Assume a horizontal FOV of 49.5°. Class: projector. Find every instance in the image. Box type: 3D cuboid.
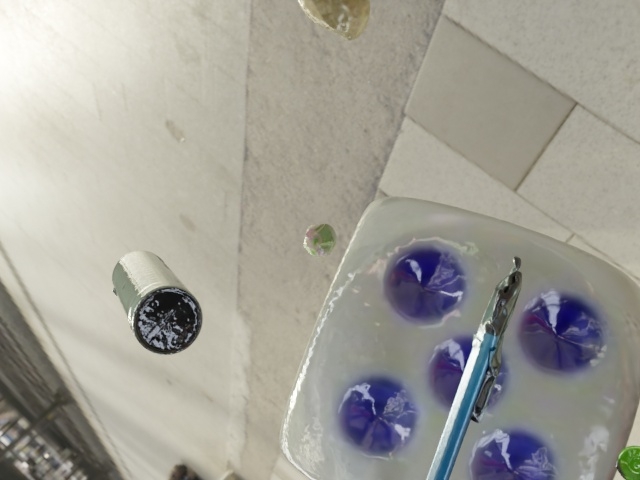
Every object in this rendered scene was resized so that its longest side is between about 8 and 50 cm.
[{"bbox_3d":[-0.281,0.095,1.162,0.108,0.108,0.337,55,168,-20],"label":"projector"}]

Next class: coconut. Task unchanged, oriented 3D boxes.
[{"bbox_3d":[0.000,0.000,1.647,0.081,0.082,0.083,3,162,46],"label":"coconut"}]

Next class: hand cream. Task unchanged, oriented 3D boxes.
[{"bbox_3d":[0.214,0.149,0.439,0.122,0.023,0.036,33,-149,-47],"label":"hand cream"}]

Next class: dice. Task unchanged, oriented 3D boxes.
[{"bbox_3d":[0.144,0.141,0.757,0.304,0.304,0.277,20,173,6],"label":"dice"}]

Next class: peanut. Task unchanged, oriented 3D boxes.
[{"bbox_3d":[-0.008,-0.476,1.253,0.256,0.123,0.123,43,153,-4],"label":"peanut"}]

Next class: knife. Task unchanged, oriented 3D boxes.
[{"bbox_3d":[0.104,0.149,0.527,0.026,0.044,0.297,18,116,13],"label":"knife"}]
